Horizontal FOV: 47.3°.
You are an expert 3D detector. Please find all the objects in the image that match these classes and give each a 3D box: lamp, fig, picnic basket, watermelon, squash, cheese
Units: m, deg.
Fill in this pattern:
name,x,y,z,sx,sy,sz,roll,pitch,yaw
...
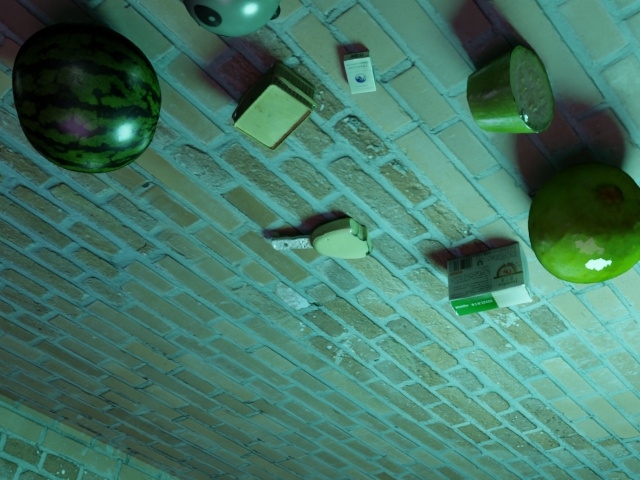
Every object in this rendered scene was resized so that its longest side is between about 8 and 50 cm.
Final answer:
name,x,y,z,sx,sy,sz,roll,pitch,yaw
lamp,-0.184,-0.452,1.253,0.244,0.197,0.197,20,140,8
fig,0.579,-0.023,1.606,0.258,0.258,0.326,0,158,7
picnic basket,-0.094,-0.276,1.515,0.115,0.079,0.164,33,132,-26
watermelon,-0.449,-0.273,1.415,0.285,0.285,0.285,4,139,3
squash,0.359,-0.278,1.401,0.123,0.170,0.170,-11,138,36
cheese,0.000,0.000,1.846,0.255,0.050,0.127,-3,139,11

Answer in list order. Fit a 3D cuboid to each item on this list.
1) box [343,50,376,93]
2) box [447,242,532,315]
name,x,y,z,sx,sy,sz,roll,pitch,yaw
box,0.080,-0.336,1.466,0.054,0.024,0.083,-6,137,11
box,0.424,0.100,1.845,0.199,0.135,0.081,-16,135,25
